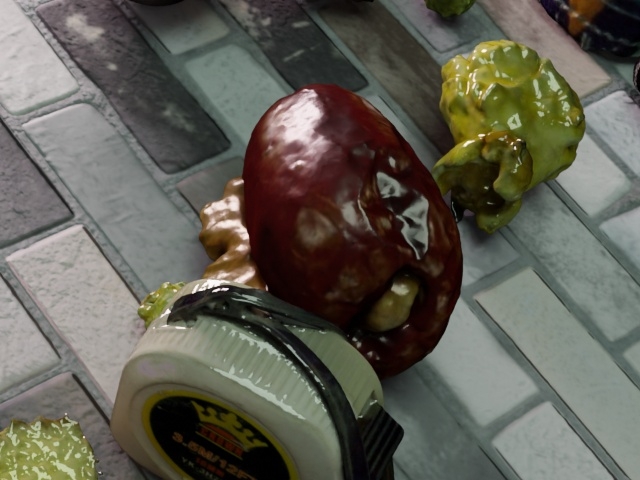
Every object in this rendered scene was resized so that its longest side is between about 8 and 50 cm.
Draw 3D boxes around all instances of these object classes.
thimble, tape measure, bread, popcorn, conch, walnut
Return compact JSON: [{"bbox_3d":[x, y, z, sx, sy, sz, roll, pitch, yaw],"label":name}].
[{"bbox_3d":[0.390,-0.343,1.806,0.237,0.150,0.237,11,51,-13],"label":"thimble"},{"bbox_3d":[-0.030,0.148,1.243,0.271,0.231,0.133,32,52,6],"label":"tape measure"},{"bbox_3d":[-0.221,0.262,1.153,0.143,0.139,0.229,-13,67,-26],"label":"bread"},{"bbox_3d":[0.191,-0.120,1.563,0.195,0.173,0.168,-47,111,-38],"label":"popcorn"},{"bbox_3d":[0.153,-0.315,1.747,0.089,0.074,0.121,66,27,-14],"label":"conch"},{"bbox_3d":[-0.133,0.075,1.376,0.083,0.059,0.068,32,17,-24],"label":"popcorn"},{"bbox_3d":[0.000,0.000,1.394,0.244,0.222,0.269,-29,47,3],"label":"walnut"}]

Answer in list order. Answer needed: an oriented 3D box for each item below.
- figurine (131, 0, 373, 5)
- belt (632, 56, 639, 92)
[{"bbox_3d":[-0.088,-0.360,1.613,0.365,0.206,0.218,-3,55,-21],"label":"figurine"},{"bbox_3d":[0.543,-0.215,1.781,0.359,0.126,0.094,-13,58,-25],"label":"belt"}]
